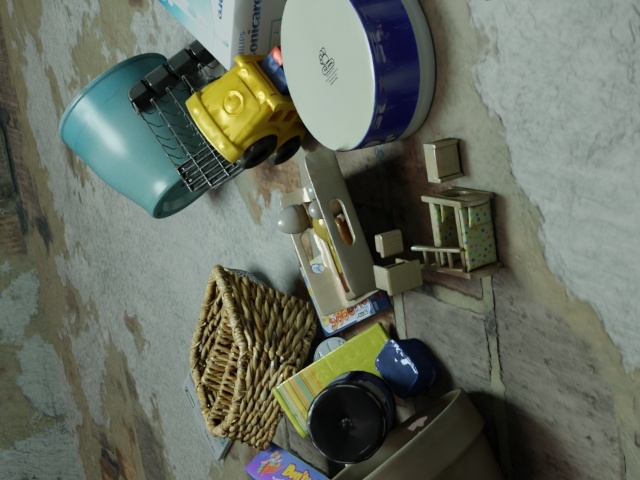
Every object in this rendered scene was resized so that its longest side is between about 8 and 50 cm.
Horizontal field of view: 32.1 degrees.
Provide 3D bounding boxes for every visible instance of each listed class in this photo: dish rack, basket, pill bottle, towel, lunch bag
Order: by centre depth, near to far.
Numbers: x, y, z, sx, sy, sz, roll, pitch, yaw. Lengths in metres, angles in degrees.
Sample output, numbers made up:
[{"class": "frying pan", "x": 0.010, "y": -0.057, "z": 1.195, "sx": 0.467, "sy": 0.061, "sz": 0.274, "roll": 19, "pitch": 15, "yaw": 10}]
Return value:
[{"class": "pill bottle", "x": 0.054, "y": 0.268, "z": 1.733, "sx": 0.219, "sy": 0.123, "sz": 0.122, "roll": -2, "pitch": -106, "yaw": -81}, {"class": "lunch bag", "x": 0.143, "y": 0.203, "z": 1.762, "sx": 0.098, "sy": 0.065, "sz": 0.067, "roll": 53, "pitch": 126, "yaw": 31}, {"class": "towel", "x": 0.034, "y": 0.237, "z": 1.874, "sx": 0.237, "sy": 0.021, "sz": 0.102, "roll": -35, "pitch": 85, "yaw": 22}, {"class": "basket", "x": -0.153, "y": 0.235, "z": 2.060, "sx": 0.299, "sy": 0.223, "sz": 0.213, "roll": 113, "pitch": 178, "yaw": -46}, {"class": "dish rack", "x": -0.219, "y": -0.229, "z": 2.064, "sx": 0.271, "sy": 0.208, "sz": 0.074, "roll": 56, "pitch": -176, "yaw": 13}]

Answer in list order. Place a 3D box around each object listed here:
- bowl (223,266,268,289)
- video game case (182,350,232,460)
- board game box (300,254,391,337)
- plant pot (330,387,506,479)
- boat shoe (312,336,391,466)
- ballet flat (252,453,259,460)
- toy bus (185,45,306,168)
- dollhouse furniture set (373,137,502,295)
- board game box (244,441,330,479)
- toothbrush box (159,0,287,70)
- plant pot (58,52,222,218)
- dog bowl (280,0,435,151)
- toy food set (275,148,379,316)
[{"class": "bowl", "x": -0.146, "y": 0.125, "z": 2.229, "sx": 0.170, "sy": 0.080, "sz": 0.170, "roll": 38, "pitch": 136, "yaw": 49}, {"class": "video game case", "x": -0.262, "y": 0.394, "z": 2.649, "sx": 0.212, "sy": 0.023, "sz": 0.193, "roll": 61, "pitch": 150, "yaw": 23}, {"class": "board game box", "x": 0.040, "y": 0.080, "z": 1.914, "sx": 0.201, "sy": 0.035, "sz": 0.136, "roll": -36, "pitch": 73, "yaw": 61}, {"class": "plant pot", "x": 0.167, "y": 0.423, "z": 1.633, "sx": 0.280, "sy": 0.323, "sz": 0.323, "roll": 52, "pitch": 149, "yaw": 4}, {"class": "boat shoe", "x": 0.066, "y": 0.316, "z": 1.929, "sx": 0.094, "sy": 0.109, "sz": 0.302, "roll": 30, "pitch": -140, "yaw": -66}, {"class": "ballet flat", "x": -0.071, "y": 0.509, "z": 2.317, "sx": 0.231, "sy": 0.077, "sz": 0.077, "roll": 8, "pitch": 128, "yaw": 58}, {"class": "toy bus", "x": -0.077, "y": -0.240, "z": 1.830, "sx": 0.211, "sy": 0.220, "sz": 0.149, "roll": -45, "pitch": 74, "yaw": 25}, {"class": "dollhouse furniture set", "x": 0.151, "y": -0.032, "z": 1.516, "sx": 0.101, "sy": 0.161, "sz": 0.182, "roll": 14, "pitch": 118, "yaw": 58}, {"class": "board game box", "x": 0.026, "y": 0.523, "z": 2.033, "sx": 0.347, "sy": 0.078, "sz": 0.233, "roll": 18, "pitch": 147, "yaw": 57}, {"class": "toothbrush box", "x": -0.166, "y": -0.457, "z": 1.899, "sx": 0.295, "sy": 0.126, "sz": 0.216, "roll": 48, "pitch": 142, "yaw": 41}, {"class": "plant pot", "x": -0.342, "y": -0.192, "z": 2.245, "sx": 0.255, "sy": 0.272, "sz": 0.271, "roll": 51, "pitch": 147, "yaw": 11}, {"class": "dog bowl", "x": 0.050, "y": -0.267, "z": 1.634, "sx": 0.265, "sy": 0.104, "sz": 0.265, "roll": 37, "pitch": 135, "yaw": 48}, {"class": "toy food set", "x": 0.000, "y": 0.000, "z": 1.739, "sx": 0.306, "sy": 0.092, "sz": 0.219, "roll": 131, "pitch": 120, "yaw": -78}]
